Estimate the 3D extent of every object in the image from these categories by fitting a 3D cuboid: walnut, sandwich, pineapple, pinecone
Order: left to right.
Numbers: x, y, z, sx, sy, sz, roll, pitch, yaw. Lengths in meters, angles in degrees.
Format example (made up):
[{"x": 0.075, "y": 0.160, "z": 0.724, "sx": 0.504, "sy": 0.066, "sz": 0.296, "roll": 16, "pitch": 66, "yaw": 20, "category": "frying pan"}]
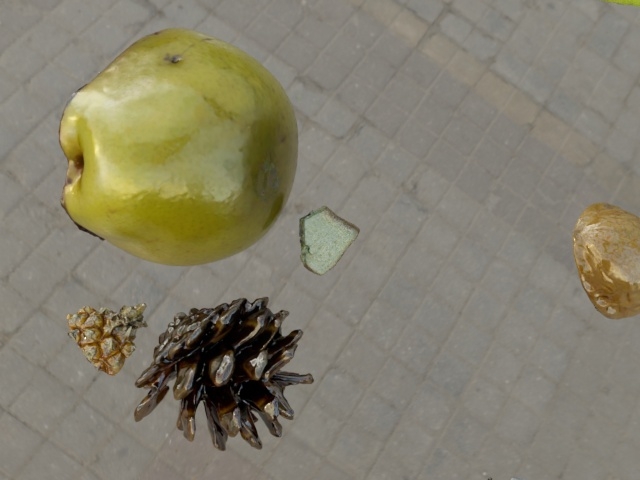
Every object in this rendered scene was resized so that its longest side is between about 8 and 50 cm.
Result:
[{"x": -0.296, "y": 0.133, "z": 1.059, "sx": 0.114, "sy": 0.077, "sz": 0.114, "roll": -33, "pitch": 69, "yaw": -16, "category": "pineapple"}, {"x": -0.118, "y": 0.174, "z": 0.946, "sx": 0.201, "sy": 0.229, "sz": 0.202, "roll": 34, "pitch": 36, "yaw": -12, "category": "pinecone"}, {"x": 0.000, "y": 0.000, "z": 1.164, "sx": 0.093, "sy": 0.036, "sz": 0.105, "roll": 30, "pitch": 99, "yaw": -19, "category": "sandwich"}, {"x": 0.457, "y": 0.031, "z": 1.076, "sx": 0.211, "sy": 0.087, "sz": 0.167, "roll": 28, "pitch": 72, "yaw": -39, "category": "walnut"}]

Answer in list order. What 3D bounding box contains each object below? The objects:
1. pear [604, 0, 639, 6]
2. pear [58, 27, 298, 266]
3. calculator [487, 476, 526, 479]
[{"x": 0.181, "y": -0.242, "z": 0.382, "sx": 0.292, "sy": 0.159, "sz": 0.292, "roll": -12, "pitch": 36, "yaw": 9, "category": "pear"}, {"x": -0.154, "y": -0.117, "z": 1.038, "sx": 0.191, "sy": 0.340, "sz": 0.386, "roll": 16, "pitch": 26, "yaw": 30, "category": "pear"}, {"x": 0.263, "y": 0.301, "z": 0.624, "sx": 0.274, "sy": 0.165, "sz": 0.028, "roll": 17, "pitch": 36, "yaw": 19, "category": "calculator"}]
